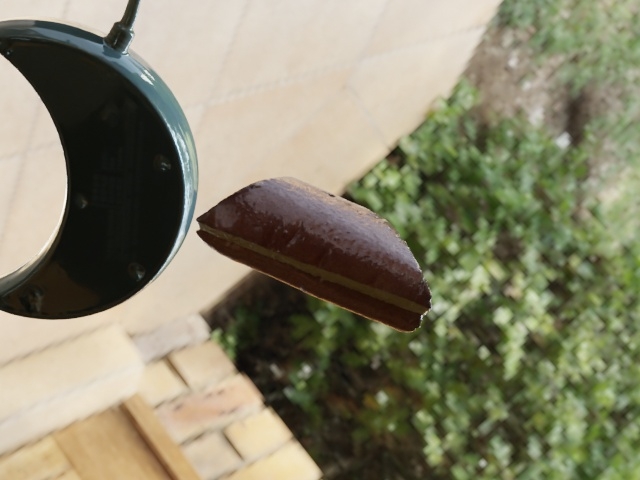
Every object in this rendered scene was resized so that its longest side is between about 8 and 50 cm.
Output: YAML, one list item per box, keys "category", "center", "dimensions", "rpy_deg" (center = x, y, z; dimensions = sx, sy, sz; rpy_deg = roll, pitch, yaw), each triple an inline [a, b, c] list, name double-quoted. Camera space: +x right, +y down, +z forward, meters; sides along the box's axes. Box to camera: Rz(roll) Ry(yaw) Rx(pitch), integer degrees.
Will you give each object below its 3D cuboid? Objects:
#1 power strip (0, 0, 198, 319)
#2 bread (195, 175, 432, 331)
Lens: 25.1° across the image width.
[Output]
- category: "power strip"
  center: [-0.139, -0.050, 0.856]
  dimensions: [0.044, 0.137, 0.216]
  rpy_deg: [-75, 174, -66]
- category: "bread"
  center: [0.000, -0.001, 1.150]
  dimensions: [0.119, 0.192, 0.067]
  rpy_deg: [-72, -175, -65]
